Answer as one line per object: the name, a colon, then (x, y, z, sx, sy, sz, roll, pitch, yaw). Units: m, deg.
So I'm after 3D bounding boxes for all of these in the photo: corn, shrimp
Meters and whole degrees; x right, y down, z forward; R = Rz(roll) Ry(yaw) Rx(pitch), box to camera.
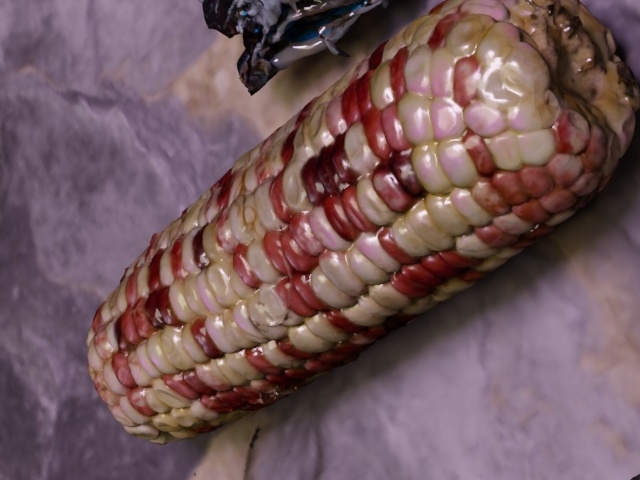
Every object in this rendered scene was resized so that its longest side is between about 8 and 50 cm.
corn: (0.000, 0.000, 0.660, 0.253, 0.086, 0.086, -35, 70, 37)
shrimp: (0.007, -0.120, 0.659, 0.174, 0.076, 0.082, -37, 46, 35)

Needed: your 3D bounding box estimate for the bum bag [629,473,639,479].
bum bag: (0.142, 0.071, 0.574, 0.058, 0.034, 0.124, 50, 123, 11)
